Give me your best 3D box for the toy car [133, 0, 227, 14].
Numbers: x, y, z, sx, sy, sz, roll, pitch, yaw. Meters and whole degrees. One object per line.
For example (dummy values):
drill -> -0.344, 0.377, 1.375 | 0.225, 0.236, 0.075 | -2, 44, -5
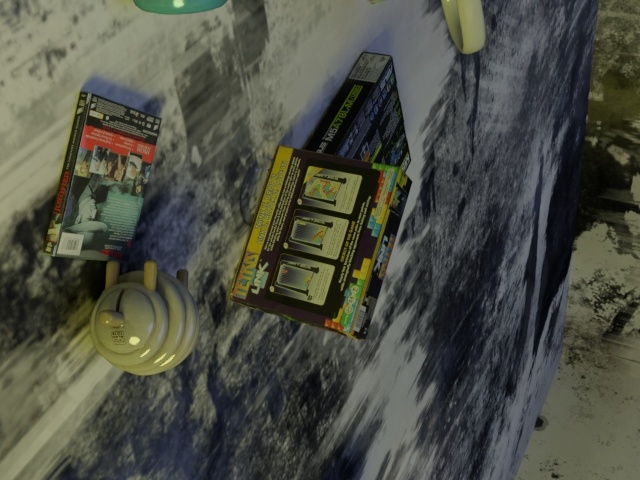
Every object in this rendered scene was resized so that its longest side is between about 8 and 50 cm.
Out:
toy car -> -0.006, -0.275, 0.555 | 0.210, 0.238, 0.219 | -43, 139, -49

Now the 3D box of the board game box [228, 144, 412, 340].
board game box -> 0.000, 0.000, 0.823 | 0.048, 0.141, 0.170 | 32, 74, -62

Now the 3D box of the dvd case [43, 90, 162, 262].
dvd case -> -0.162, -0.044, 0.615 | 0.087, 0.013, 0.119 | 9, 93, -65

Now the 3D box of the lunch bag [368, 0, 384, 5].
lunch bag -> 0.057, -0.308, 0.887 | 0.071, 0.053, 0.083 | 9, 76, -64

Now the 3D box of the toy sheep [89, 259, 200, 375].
toy sheep -> -0.137, 0.061, 0.638 | 0.132, 0.091, 0.091 | 26, 79, -69

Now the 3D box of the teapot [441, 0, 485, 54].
teapot -> 0.103, -0.350, 0.778 | 0.256, 0.253, 0.187 | -61, 177, 6

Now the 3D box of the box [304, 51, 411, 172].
box -> 0.049, -0.097, 0.993 | 0.190, 0.045, 0.184 | -62, 154, -30
